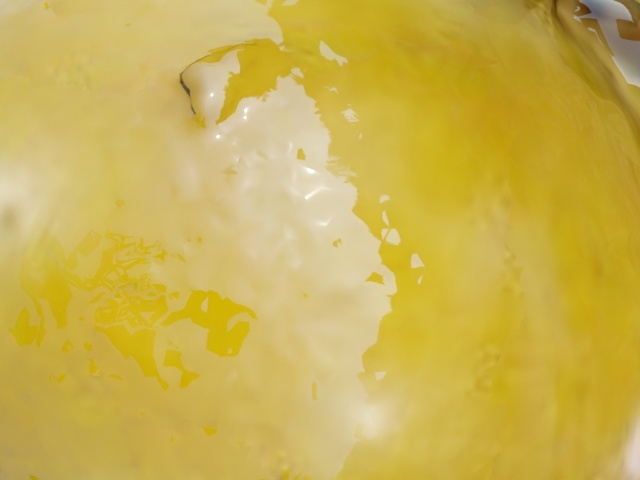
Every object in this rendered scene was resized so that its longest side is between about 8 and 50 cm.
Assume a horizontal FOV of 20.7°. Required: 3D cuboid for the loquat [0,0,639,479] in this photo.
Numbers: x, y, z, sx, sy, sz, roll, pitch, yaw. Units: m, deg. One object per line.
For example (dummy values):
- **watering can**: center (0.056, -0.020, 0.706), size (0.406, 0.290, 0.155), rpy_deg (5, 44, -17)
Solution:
- **loquat**: center (0.000, 0.000, 0.652), size (0.359, 0.328, 0.328), rpy_deg (-57, 37, 22)
